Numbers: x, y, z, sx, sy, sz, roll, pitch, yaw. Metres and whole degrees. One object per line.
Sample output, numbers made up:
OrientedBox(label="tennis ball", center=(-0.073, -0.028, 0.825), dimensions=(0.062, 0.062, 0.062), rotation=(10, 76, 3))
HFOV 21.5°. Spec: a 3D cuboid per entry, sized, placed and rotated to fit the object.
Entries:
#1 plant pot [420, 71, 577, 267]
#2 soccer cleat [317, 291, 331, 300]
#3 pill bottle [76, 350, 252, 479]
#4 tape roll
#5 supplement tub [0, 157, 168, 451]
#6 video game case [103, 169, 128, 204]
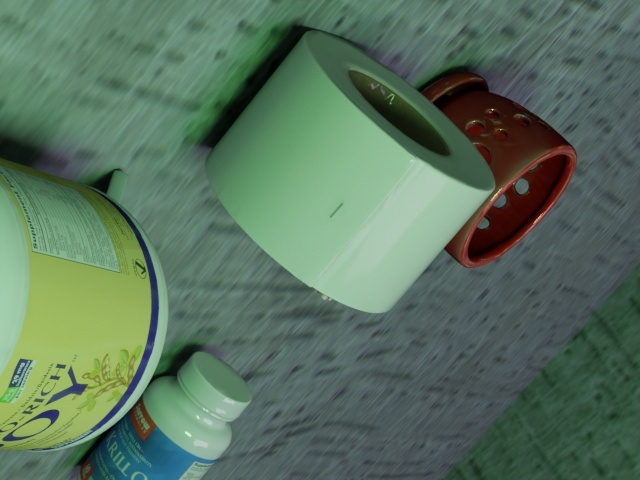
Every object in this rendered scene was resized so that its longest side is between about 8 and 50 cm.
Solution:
OrientedBox(label="plant pot", center=(0.180, -0.092, 1.983), dimensions=(0.191, 0.174, 0.191), rotation=(-35, 156, -17))
OrientedBox(label="soccer cleat", center=(0.000, 0.000, 1.983), dimensions=(0.095, 0.083, 0.248), rotation=(-47, 155, -3))
OrientedBox(label="pill bottle", center=(-0.186, 0.243, 2.046), dimensions=(0.221, 0.124, 0.124), rotation=(-50, 157, 16))
OrientedBox(label="tape roll", center=(0.029, -0.069, 1.684), dimensions=(0.169, 0.246, 0.246), rotation=(-50, 157, 19))
OrientedBox(label="supplement tub", center=(-0.296, 0.046, 1.351), dimensions=(0.241, 0.241, 0.331), rotation=(-47, 158, 11))
OrientedBox(label="video game case", center=(-0.228, 0.030, 1.604), dimensions=(0.157, 0.019, 0.143), rotation=(-81, -162, -53))
